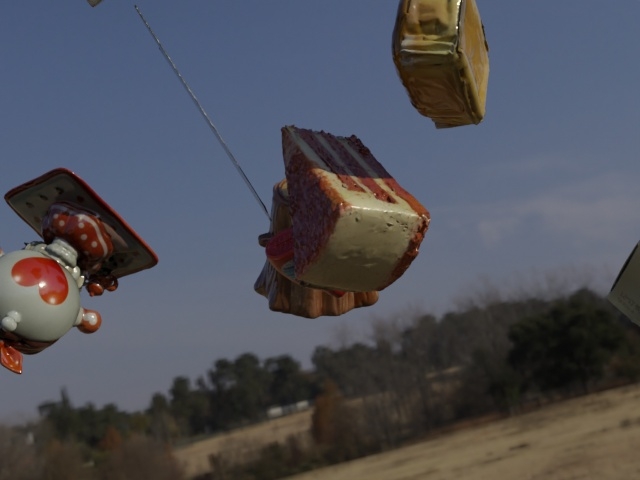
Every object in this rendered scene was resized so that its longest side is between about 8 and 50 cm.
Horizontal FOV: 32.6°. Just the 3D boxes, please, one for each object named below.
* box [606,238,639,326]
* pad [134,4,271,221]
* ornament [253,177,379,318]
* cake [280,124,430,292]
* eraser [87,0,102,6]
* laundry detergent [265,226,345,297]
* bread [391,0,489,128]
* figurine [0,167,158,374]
[{"bbox_3d":[0.532,0.016,1.552,0.269,0.079,0.135,-26,-32,-35],"label":"box"},{"bbox_3d":[-0.183,-0.195,1.767,0.007,0.368,0.247,-33,-4,-3],"label":"pad"},{"bbox_3d":[0.000,0.000,2.016,0.235,0.218,0.221,7,27,10],"label":"ornament"},{"bbox_3d":[0.043,-0.077,1.536,0.158,0.262,0.159,6,-27,-31],"label":"cake"},{"bbox_3d":[-0.175,-0.346,1.194,0.210,0.068,0.124,-27,18,40],"label":"eraser"},{"bbox_3d":[-0.006,0.037,1.645,0.097,0.049,0.165,-21,-38,25],"label":"laundry detergent"},{"bbox_3d":[0.169,-0.256,1.512,0.107,0.136,0.241,5,-17,18],"label":"bread"},{"bbox_3d":[-0.349,0.062,1.357,0.160,0.183,0.226,-18,35,41],"label":"figurine"}]
